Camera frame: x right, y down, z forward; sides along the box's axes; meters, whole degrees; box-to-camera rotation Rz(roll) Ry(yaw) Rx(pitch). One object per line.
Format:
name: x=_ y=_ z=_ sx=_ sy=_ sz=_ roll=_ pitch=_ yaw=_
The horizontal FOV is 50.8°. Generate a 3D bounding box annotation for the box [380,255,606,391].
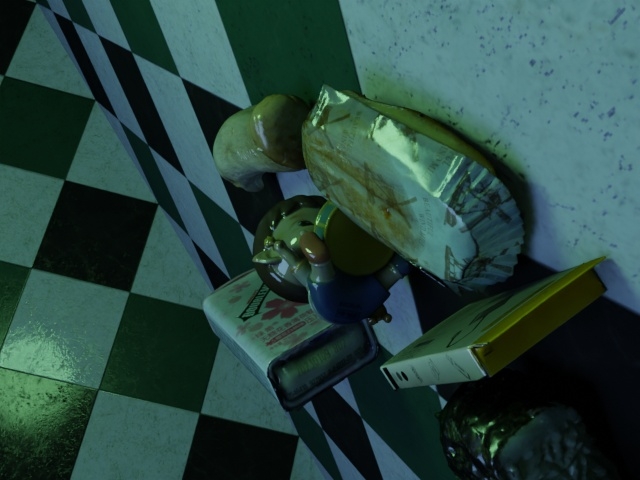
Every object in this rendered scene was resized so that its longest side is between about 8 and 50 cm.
box: x=0.143 y=0.082 z=0.595 sx=0.033 sy=0.129 sz=0.247 roll=58 pitch=163 yaw=5

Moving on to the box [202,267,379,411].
box: x=-0.067 y=0.150 z=1.187 sx=0.370 sy=0.190 sz=0.112 roll=21 pitch=138 yaw=62

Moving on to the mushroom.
mushroom: x=-0.088 y=-0.131 z=0.966 sx=0.123 sy=0.095 sz=0.351 roll=45 pitch=167 yaw=-11

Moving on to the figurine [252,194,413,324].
figurine: x=-0.002 y=0.009 z=0.874 sx=0.275 sy=0.161 sz=0.158 roll=17 pitch=94 yaw=62

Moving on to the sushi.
sushi: x=0.208 y=0.230 z=0.660 sx=0.225 sy=0.124 sz=0.127 roll=59 pitch=167 yaw=-18

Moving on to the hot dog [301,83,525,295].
hot dog: x=0.078 y=-0.056 z=0.641 sx=0.270 sy=0.082 sz=0.162 roll=39 pitch=152 yaw=41
